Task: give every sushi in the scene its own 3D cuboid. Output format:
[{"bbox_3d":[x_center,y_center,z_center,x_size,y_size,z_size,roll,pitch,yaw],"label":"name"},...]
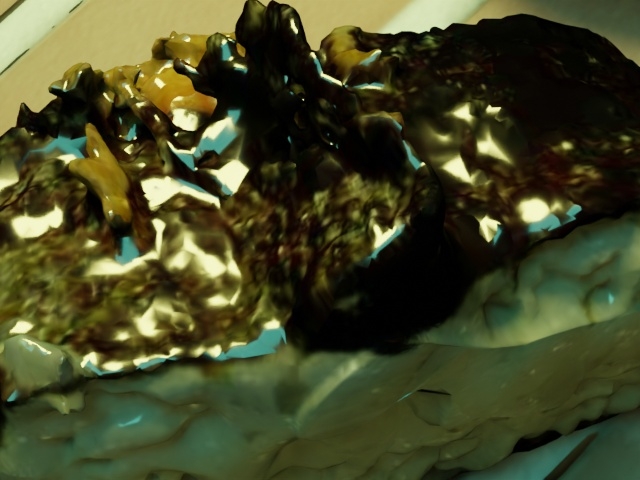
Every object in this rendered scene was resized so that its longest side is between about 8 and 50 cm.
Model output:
[{"bbox_3d":[0.000,0.000,0.547,0.348,0.234,0.208,-14,55,-7],"label":"sushi"}]
